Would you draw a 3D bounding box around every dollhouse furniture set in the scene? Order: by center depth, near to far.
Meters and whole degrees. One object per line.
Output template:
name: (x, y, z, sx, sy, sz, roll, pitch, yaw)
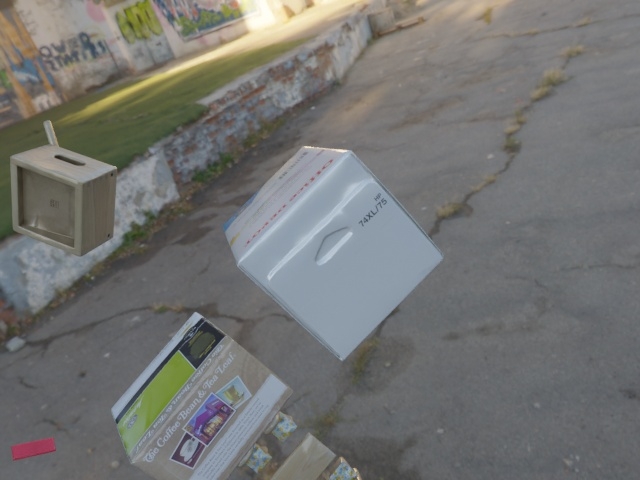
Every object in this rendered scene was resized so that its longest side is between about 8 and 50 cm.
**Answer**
dollhouse furniture set: (-0.116, 0.802, 1.712, 0.394, 0.362, 0.256, -50, 5, -3)

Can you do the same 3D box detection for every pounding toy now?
pounding toy: (-0.353, -0.075, 0.753, 0.141, 0.130, 0.100, 20, 27, 10)

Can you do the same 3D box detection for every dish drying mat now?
dish drying mat: (-0.619, 0.450, 1.187, 0.083, 0.008, 0.032, 0, 49, -39)

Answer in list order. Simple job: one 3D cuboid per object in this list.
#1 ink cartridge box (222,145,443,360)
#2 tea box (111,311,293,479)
ink cartridge box: (0.000, 0.000, 0.803, 0.198, 0.197, 0.270, -45, 17, -2)
tea box: (-0.297, 0.392, 1.341, 0.329, 0.220, 0.323, -50, 24, -14)
